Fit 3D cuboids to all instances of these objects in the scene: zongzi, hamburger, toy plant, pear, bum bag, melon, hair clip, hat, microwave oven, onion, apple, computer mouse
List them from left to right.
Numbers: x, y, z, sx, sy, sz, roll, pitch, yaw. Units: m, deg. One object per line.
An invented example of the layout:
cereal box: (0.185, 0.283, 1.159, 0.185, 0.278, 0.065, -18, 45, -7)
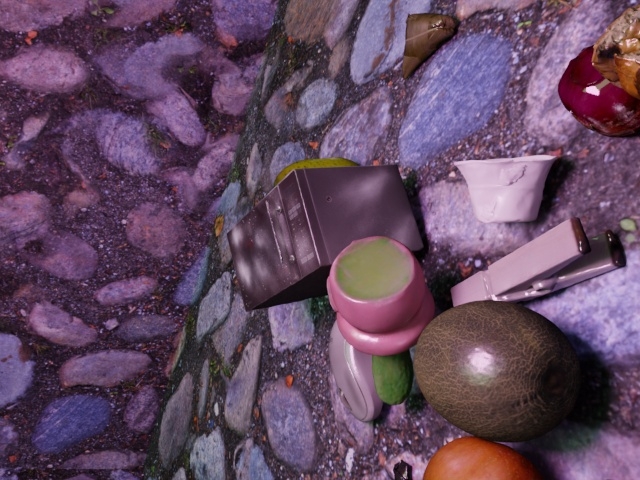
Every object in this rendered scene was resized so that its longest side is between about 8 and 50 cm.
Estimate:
pear: (-0.024, -0.153, 1.738, 0.292, 0.293, 0.159, -41, 54, 49)
microwave oven: (0.000, 0.000, 1.491, 0.432, 0.375, 0.236, -34, 69, 55)
computer mouse: (0.083, 0.304, 1.443, 0.184, 0.121, 0.296, 143, 132, -69)
toy plant: (0.145, 0.143, 1.244, 0.211, 0.356, 0.316, -14, 46, 16)
bum bag: (0.186, 0.555, 1.276, 0.058, 0.034, 0.124, 126, 145, -53)
zongzi: (0.277, -0.507, 1.506, 0.160, 0.079, 0.176, -138, 54, -59)
apple: (0.283, 0.431, 0.973, 0.173, 0.210, 0.235, -52, 17, -7)
melon: (0.295, 0.220, 0.994, 0.302, 0.238, 0.237, 172, 108, -67)
hat: (0.359, -0.099, 1.109, 0.203, 0.203, 0.126, 15, 112, 62)
hair clip: (0.379, 0.067, 1.054, 0.331, 0.101, 0.085, -42, 49, 50)
onion: (0.490, -0.280, 0.948, 0.198, 0.136, 0.173, -65, 33, 18)
hamburger: (0.529, -0.276, 0.804, 0.283, 0.156, 0.143, -17, 59, 13)
